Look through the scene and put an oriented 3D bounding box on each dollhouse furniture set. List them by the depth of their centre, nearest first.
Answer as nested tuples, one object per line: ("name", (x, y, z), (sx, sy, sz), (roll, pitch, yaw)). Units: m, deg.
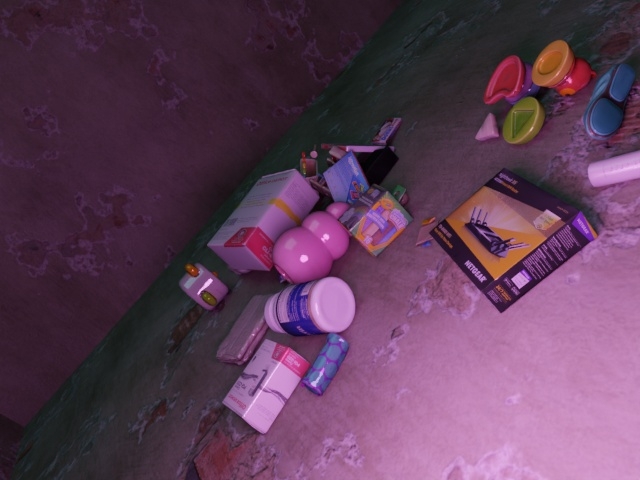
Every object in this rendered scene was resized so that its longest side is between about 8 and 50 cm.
("dollhouse furniture set", (0.036, -0.272, 1.994), (0.129, 0.184, 0.129), (32, 75, 21))

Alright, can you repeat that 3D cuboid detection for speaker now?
("speaker", (0.615, -0.147, 1.012), (0.136, 0.055, 0.055), (-15, 38, 52))

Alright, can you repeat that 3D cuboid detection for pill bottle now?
("pill bottle", (-0.039, 0.195, 1.443), (0.264, 0.153, 0.153), (-17, 36, 49))

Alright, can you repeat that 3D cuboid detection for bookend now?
("bookend", (0.190, -0.272, 1.922), (0.156, 0.072, 0.157), (-52, 23, -16))

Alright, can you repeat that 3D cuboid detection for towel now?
("towel", (-0.244, 0.303, 1.754), (0.187, 0.049, 0.282), (-10, 41, 52))

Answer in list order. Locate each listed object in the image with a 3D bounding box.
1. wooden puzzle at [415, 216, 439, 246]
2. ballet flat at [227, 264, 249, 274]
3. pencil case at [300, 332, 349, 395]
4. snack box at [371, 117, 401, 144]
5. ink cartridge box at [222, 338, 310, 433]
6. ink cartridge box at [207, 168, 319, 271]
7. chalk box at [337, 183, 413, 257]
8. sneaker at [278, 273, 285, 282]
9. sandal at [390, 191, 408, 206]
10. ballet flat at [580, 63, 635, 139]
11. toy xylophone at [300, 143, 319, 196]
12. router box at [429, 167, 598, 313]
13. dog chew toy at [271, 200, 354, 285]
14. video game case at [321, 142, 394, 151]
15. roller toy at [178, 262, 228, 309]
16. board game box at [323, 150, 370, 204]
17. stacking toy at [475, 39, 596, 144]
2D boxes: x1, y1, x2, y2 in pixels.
("wooden puzzle", (0.298, -0.021, 1.402), (0.078, 0.014, 0.116), (-25, 30, 49))
("ballet flat", (-0.357, 0.071, 2.252), (0.139, 0.139, 0.400), (-41, 23, 13))
("pencil case", (0.012, 0.312, 1.277), (0.070, 0.064, 0.152), (10, 57, 44))
("snack box", (0.274, -0.452, 2.087), (0.064, 0.022, 0.178), (9, 47, 29))
("ink cartridge box", (-0.151, 0.394, 1.388), (0.218, 0.092, 0.158), (-56, 25, -19))
("ink cartridge box", (-0.219, -0.078, 1.983), (0.279, 0.160, 0.385), (-2, 48, 50))
("chalk box", (0.183, -0.079, 1.546), (0.213, 0.132, 0.132), (-44, 22, 2))
("sneaker", (-0.139, 0.094, 1.886), (0.068, 0.071, 0.170), (-36, 26, 24))
("sandal", (0.201, -0.125, 1.657), (0.180, 0.049, 0.072), (-16, 59, 39))
("ballet flat", (0.664, -0.309, 1.187), (0.247, 0.083, 0.087), (-56, 1, -23))
("toy xylophone", (-0.050, -0.293, 2.210), (0.081, 0.236, 0.323), (-2, 17, 0))
("router box", (0.404, -0.014, 1.120), (0.243, 0.081, 0.309), (-42, 23, 9))
("dog chew toy", (0.000, 0.000, 1.659), (0.332, 0.207, 0.206), (-43, 22, -14))
("video game case", (0.146, -0.379, 2.058), (0.285, 0.204, 0.025), (-149, 58, -67))
("roller toy", (-0.501, 0.192, 2.181), (0.146, 0.209, 0.191), (-49, -6, -11))
("board game box", (0.108, -0.181, 1.812), (0.145, 0.027, 0.281), (-37, 52, 23))
("stacking toy", (0.603, -0.393, 1.438), (0.309, 0.130, 0.280), (-145, 72, -70))
